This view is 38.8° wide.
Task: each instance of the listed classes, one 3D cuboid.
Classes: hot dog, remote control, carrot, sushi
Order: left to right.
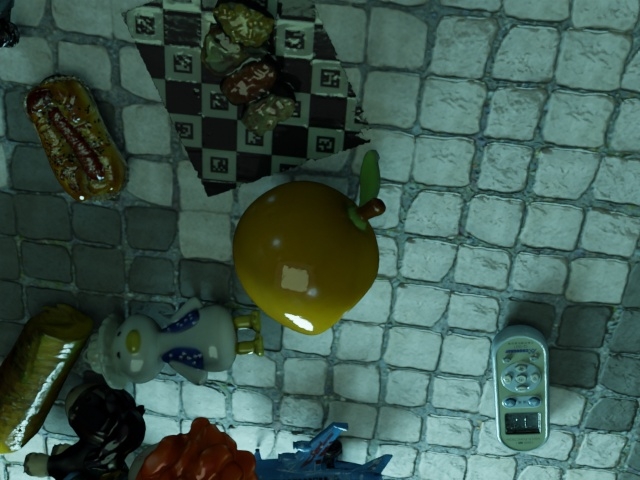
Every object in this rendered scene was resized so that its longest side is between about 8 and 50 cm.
[{"bbox_3d":[-0.473,0.226,1.476,0.114,0.114,0.302,28,118,-11],"label":"carrot"},{"bbox_3d":[-0.341,-0.139,1.265,0.108,0.059,0.191,-16,117,11],"label":"hot dog"},{"bbox_3d":[-0.098,-0.201,1.200,0.264,0.050,0.290,-16,119,16],"label":"sushi"},{"bbox_3d":[0.315,0.234,1.427,0.087,0.047,0.244,-5,121,6],"label":"remote control"}]

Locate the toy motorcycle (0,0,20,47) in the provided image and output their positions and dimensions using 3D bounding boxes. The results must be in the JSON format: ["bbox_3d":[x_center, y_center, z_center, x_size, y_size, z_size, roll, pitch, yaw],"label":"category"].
[{"bbox_3d":[-0.425,-0.329,1.156,0.100,0.058,0.173,19,121,3],"label":"toy motorcycle"}]

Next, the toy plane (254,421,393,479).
[{"bbox_3d":[-0.018,0.398,1.534,0.271,0.105,0.254,6,122,4],"label":"toy plane"}]

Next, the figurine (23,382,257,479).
[{"bbox_3d":[-0.297,0.395,1.466,0.412,0.241,0.306,22,85,30],"label":"figurine"}]

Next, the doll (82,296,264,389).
[{"bbox_3d":[-0.232,0.160,1.405,0.293,0.119,0.138,-8,78,11],"label":"doll"}]

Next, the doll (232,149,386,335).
[{"bbox_3d":[0.000,0.000,1.220,0.213,0.213,0.236,41,115,-18],"label":"doll"}]
